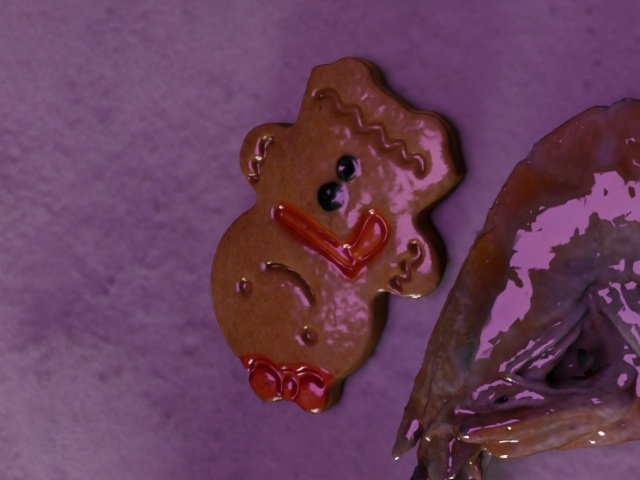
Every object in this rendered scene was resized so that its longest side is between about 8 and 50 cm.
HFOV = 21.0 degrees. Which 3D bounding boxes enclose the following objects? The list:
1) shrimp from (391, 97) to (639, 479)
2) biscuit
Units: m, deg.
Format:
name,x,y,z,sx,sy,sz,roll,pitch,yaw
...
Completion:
name,x,y,z,sx,sy,sz,roll,pitch,yaw
shrimp,0.144,0.069,0.990,0.168,0.077,0.317,31,106,24
biscuit,0.000,0.000,1.099,0.166,0.036,0.225,40,113,23
